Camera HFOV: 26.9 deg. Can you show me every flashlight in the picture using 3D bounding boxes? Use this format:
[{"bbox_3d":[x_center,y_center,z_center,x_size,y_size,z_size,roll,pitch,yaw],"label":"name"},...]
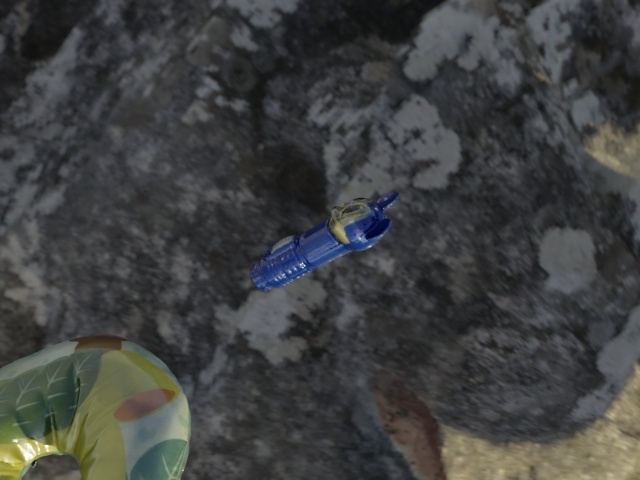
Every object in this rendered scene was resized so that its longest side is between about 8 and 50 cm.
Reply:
[{"bbox_3d":[0.000,0.000,0.928,0.121,0.057,0.035,-27,114,27],"label":"flashlight"}]

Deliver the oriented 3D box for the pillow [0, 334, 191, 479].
[{"bbox_3d":[-0.213,0.177,1.073,0.233,0.086,0.214,-19,49,4],"label":"pillow"}]
